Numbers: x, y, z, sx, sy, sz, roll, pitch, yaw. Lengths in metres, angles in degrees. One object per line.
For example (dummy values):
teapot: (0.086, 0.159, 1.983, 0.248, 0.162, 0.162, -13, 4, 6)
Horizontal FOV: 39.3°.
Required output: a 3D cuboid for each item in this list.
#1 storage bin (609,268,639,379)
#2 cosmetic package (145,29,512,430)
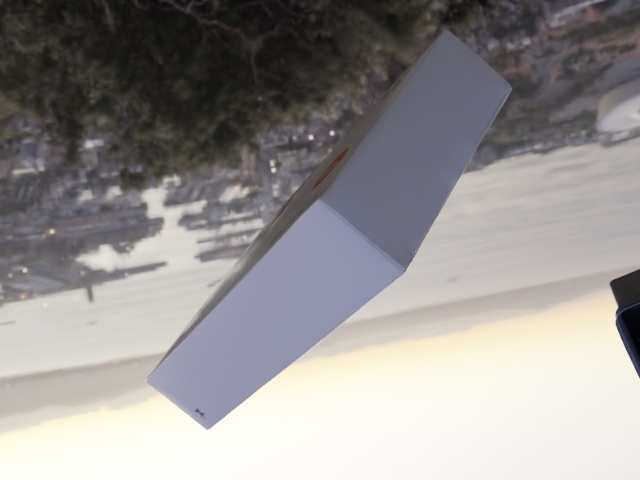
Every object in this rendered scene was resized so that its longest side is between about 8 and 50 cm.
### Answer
storage bin: (0.411, 0.097, 1.091, 0.098, 0.135, 0.091, -25, -155, 14)
cosmetic package: (0.000, 0.000, 0.884, 0.377, 0.097, 0.284, -44, -170, 47)
